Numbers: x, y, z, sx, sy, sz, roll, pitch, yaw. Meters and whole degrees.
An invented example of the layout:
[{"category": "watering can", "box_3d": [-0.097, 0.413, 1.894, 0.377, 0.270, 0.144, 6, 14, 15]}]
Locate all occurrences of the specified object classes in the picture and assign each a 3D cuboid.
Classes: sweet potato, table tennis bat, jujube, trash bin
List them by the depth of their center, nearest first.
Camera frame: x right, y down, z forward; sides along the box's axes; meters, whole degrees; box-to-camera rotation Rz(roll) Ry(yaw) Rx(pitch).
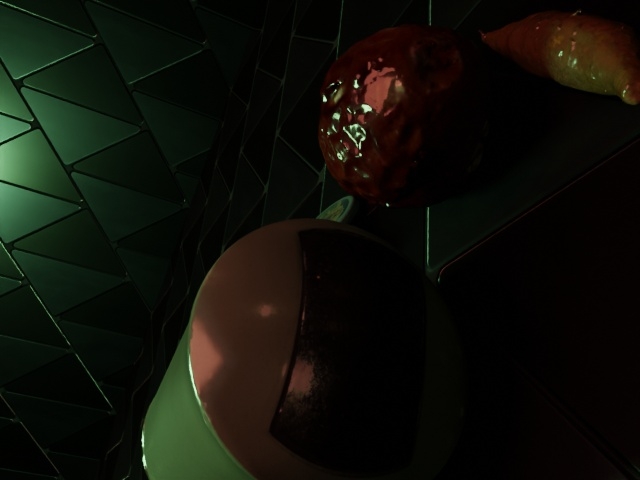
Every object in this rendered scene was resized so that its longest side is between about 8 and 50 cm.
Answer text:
[{"category": "sweet potato", "box_3d": [0.222, -0.183, 0.619, 0.314, 0.066, 0.072, -116, 15, -62]}, {"category": "trash bin", "box_3d": [-0.040, 0.171, 0.734, 0.432, 0.280, 0.280, 129, 151, -53]}, {"category": "jujube", "box_3d": [0.087, -0.129, 0.763, 0.290, 0.197, 0.197, 122, 161, -75]}, {"category": "table tennis bat", "box_3d": [0.000, 0.000, 1.009, 0.149, 0.038, 0.237, -39, 14, 16]}]
